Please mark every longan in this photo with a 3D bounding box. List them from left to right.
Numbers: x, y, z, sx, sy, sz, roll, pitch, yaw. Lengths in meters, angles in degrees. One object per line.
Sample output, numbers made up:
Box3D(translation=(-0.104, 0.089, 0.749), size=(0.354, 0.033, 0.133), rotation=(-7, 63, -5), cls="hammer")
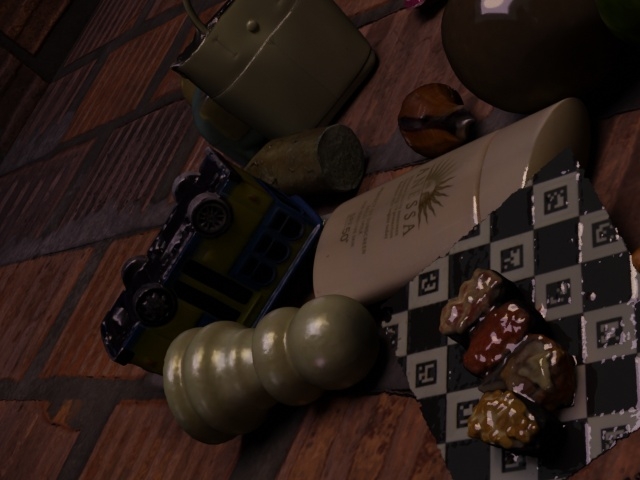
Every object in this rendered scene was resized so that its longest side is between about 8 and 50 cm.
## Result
Box3D(translation=(0.232, -0.226, 1.272), size=(0.212, 0.198, 0.198), rotation=(14, 68, 42), cls="longan")

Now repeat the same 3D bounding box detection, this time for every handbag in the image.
Box3D(translation=(-0.086, -0.296, 1.700), size=(0.241, 0.315, 0.109), rotation=(-52, 25, -2), cls="handbag")

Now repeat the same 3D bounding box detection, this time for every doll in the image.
Box3D(translation=(-0.142, -0.257, 1.910), size=(0.177, 0.161, 0.261), rotation=(-46, 30, 15), cls="doll")

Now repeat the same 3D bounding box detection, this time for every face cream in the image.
Box3D(translation=(0.138, -0.029, 1.290), size=(0.348, 0.081, 0.174), rotation=(-24, 37, 43), cls="face cream")

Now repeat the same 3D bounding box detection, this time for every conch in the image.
Box3D(translation=(0.134, -0.144, 1.400), size=(0.233, 0.080, 0.086), rotation=(-72, 4, -73), cls="conch")

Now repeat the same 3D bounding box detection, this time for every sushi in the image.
Box3D(translation=(0.171, 0.080, 1.065), size=(0.264, 0.050, 0.290), rotation=(-41, 44, 21), cls="sushi")

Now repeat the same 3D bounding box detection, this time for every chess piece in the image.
Box3D(translation=(-0.045, 0.134, 1.333), size=(0.251, 0.144, 0.144), rotation=(-24, 38, 35), cls="chess piece")

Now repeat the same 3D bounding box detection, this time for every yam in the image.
Box3D(translation=(-0.045, -0.096, 1.638), size=(0.259, 0.106, 0.106), rotation=(-9, 50, 51), cls="yam")

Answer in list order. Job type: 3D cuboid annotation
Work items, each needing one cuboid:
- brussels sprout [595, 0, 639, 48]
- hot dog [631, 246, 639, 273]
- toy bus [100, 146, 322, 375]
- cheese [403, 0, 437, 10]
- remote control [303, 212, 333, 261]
Box3D(translation=(0.349, -0.254, 1.130), size=(0.161, 0.181, 0.144), rotation=(-43, 36, -5), cls="brussels sprout")
Box3D(translation=(0.370, -0.040, 0.962), size=(0.249, 0.068, 0.100), rotation=(-40, 29, 22), cls="hot dog")
Box3D(translation=(-0.145, 0.045, 1.505), size=(0.288, 0.175, 0.138), rotation=(-58, 25, 7), cls="toy bus")
Box3D(translation=(0.169, -0.384, 1.713), size=(0.095, 0.038, 0.145), rotation=(-11, 36, 49), cls="cheese")
Box3D(translation=(0.000, 0.000, 1.526), size=(0.166, 0.029, 0.065), rotation=(-12, 52, 57), cls="remote control")
